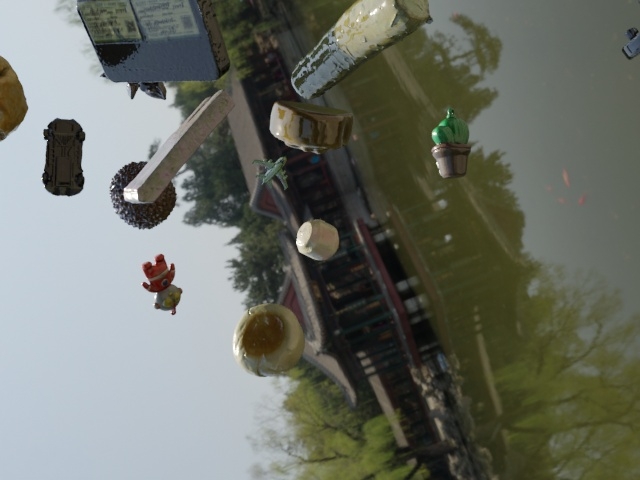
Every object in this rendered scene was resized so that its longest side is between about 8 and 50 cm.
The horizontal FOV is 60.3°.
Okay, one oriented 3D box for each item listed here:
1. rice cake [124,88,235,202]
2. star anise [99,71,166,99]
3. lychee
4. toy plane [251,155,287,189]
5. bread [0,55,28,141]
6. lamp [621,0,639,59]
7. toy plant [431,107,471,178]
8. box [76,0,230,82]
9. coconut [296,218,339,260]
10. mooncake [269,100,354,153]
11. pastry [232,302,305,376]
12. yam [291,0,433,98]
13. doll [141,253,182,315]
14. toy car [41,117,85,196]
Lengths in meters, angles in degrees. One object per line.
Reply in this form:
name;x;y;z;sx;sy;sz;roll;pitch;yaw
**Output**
rice cake;-0.297;-0.192;1.161;0.050;0.298;0.106;45;160;-28
star anise;-0.535;-0.512;1.605;0.212;0.129;0.282;24;-132;-26
lychee;-0.474;-0.127;1.471;0.188;0.188;0.188;-23;-90;-88
toy plane;-0.110;-0.167;1.302;0.102;0.111;0.040;36;-137;-14
bread;-0.791;-0.316;1.234;0.134;0.244;0.244;50;168;50
lamp;0.430;-0.445;0.751;0.130;0.109;0.371;-9;-96;-80
toy plant;0.363;-0.276;1.550;0.143;0.105;0.200;-5;-94;-46
box;-0.384;-0.471;1.263;0.058;0.350;0.211;-57;-34;-43
coconut;0.000;0.000;1.530;0.124;0.110;0.110;24;-149;-36
mooncake;-0.031;-0.312;1.510;0.235;0.235;0.117;-107;23;-68
pastry;-0.108;0.210;1.157;0.092;0.156;0.156;69;179;-63
yam;0.043;-0.292;0.825;0.371;0.083;0.083;0;115;67
doll;-0.563;0.170;1.978;0.076;0.142;0.245;12;126;43
toy car;-0.671;-0.216;1.445;0.063;0.103;0.216;145;124;-67
